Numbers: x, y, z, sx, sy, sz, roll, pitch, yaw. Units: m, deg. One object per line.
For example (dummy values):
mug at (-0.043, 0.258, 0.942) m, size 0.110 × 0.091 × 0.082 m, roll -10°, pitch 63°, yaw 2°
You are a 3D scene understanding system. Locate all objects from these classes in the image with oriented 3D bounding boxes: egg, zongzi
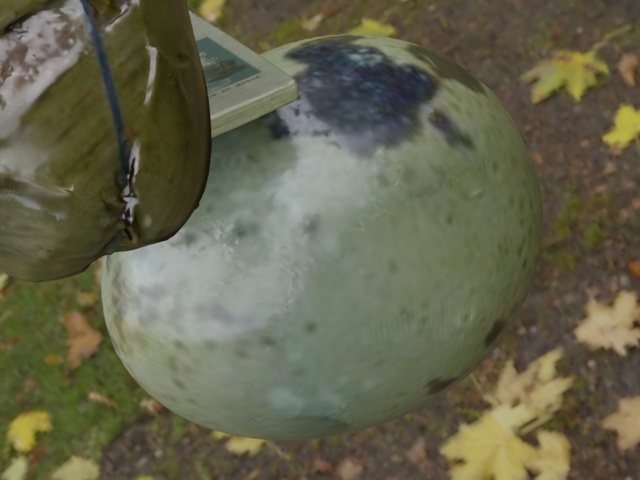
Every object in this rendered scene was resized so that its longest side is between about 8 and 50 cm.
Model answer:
egg at (0.000, 0.000, 1.228) m, size 0.428 × 0.345 × 0.345 m, roll -27°, pitch 28°, yaw -29°
zongzi at (-0.110, -0.198, 0.736) m, size 0.393 × 0.356 × 0.174 m, roll -37°, pitch 0°, yaw -18°

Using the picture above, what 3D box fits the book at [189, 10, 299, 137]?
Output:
book at (-0.164, -0.120, 1.122) m, size 0.215 × 0.025 × 0.282 m, roll -27°, pitch 32°, yaw -18°
